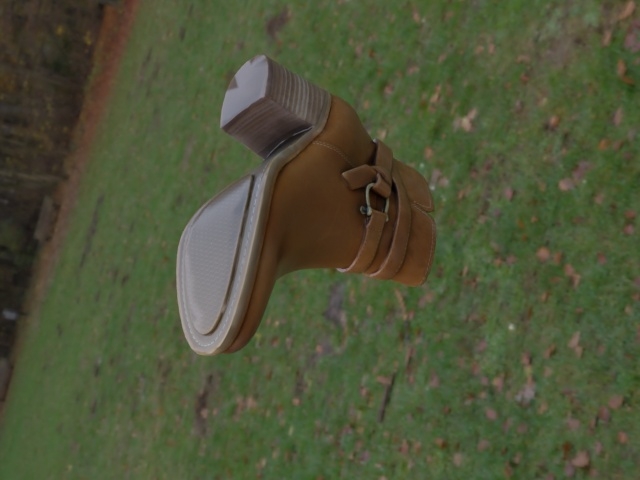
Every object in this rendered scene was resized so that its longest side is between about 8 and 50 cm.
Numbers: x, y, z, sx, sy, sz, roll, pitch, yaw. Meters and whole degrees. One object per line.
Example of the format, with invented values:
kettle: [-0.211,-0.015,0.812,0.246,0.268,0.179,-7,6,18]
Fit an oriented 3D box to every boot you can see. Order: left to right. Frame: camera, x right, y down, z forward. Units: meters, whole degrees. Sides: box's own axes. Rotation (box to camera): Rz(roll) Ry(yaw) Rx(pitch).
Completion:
boot: [0.000,0.000,0.791,0.109,0.220,0.283,-29,42,37]
